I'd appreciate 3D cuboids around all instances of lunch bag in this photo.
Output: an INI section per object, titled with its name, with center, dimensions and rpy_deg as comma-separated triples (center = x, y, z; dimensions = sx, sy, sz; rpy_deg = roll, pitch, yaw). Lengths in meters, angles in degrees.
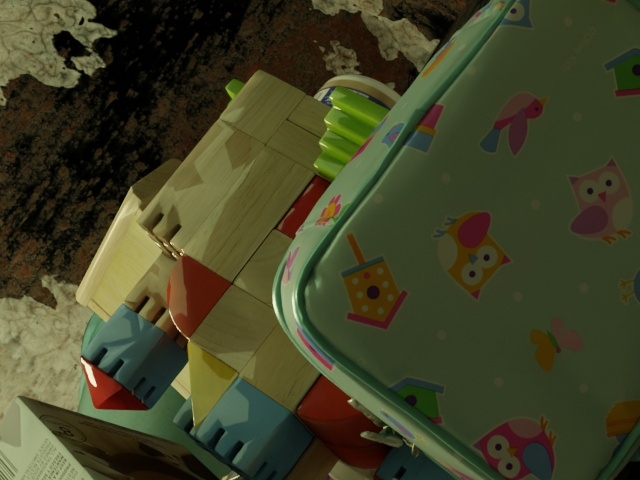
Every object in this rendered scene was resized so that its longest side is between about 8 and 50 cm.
[lunch bag]
center = 0.121, 0.006, 0.818
dimensions = 0.279, 0.224, 0.108
rpy_deg = -53, 8, -12

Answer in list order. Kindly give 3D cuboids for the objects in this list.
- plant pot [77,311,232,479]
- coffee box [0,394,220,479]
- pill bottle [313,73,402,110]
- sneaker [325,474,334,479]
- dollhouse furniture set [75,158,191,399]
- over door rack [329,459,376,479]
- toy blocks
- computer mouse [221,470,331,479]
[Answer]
[plant pot]
center = -0.158, 0.266, 1.729
dimensions = 0.341, 0.341, 0.334
rpy_deg = -55, 13, 34
[coffee box]
center = -0.092, 0.235, 0.933
dimensions = 0.297, 0.168, 0.119
rpy_deg = 35, 96, 43
[pill bottle]
center = 0.002, -0.063, 1.762
dimensions = 0.264, 0.153, 0.153
rpy_deg = -54, 2, -29
[sneaker]
center = -0.019, 0.278, 1.442
dimensions = 0.104, 0.095, 0.236
rpy_deg = -35, -13, -11
[dollhouse furniture set]
center = 0.000, 0.000, 1.432
dimensions = 0.394, 0.256, 0.362
rpy_deg = -40, -10, -44
[over door rack]
center = 0.038, 0.214, 1.186
dimensions = 0.239, 0.108, 0.324
rpy_deg = -59, -10, -17
[toy blocks]
center = -0.001, 0.060, 0.993
dimensions = 0.261, 0.381, 0.191
rpy_deg = -53, -31, -12
[computer mouse]
center = -0.012, 0.236, 1.508
dimensions = 0.106, 0.042, 0.193
rpy_deg = -38, -22, 34
